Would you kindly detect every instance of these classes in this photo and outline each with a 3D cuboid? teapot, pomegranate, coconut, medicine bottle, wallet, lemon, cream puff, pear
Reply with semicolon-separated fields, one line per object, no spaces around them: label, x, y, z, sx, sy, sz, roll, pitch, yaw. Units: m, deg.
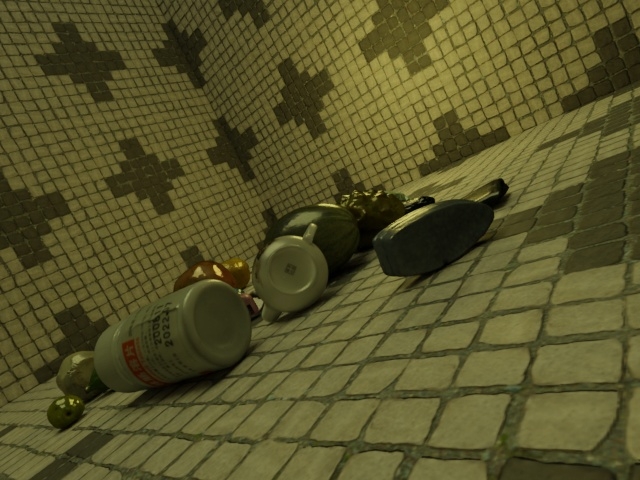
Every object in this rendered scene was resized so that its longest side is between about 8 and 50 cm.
teapot;-0.076;0.081;1.136;0.298;0.204;0.139;-59;-2;-16
pomegranate;-0.462;0.209;1.660;0.252;0.229;0.270;-27;12;16
coconut;-0.794;0.451;1.405;0.162;0.161;0.161;-25;6;42
medicine bottle;-0.367;0.245;1.031;0.371;0.211;0.211;-24;7;29
wallet;0.427;-0.098;1.239;0.245;0.052;0.168;-29;4;34
lemon;-0.445;0.179;2.107;0.207;0.170;0.170;-24;3;-34
cream puff;0.169;-0.056;1.502;0.282;0.185;0.282;-2;-26;-1
pear;-0.723;0.481;1.185;0.097;0.092;0.092;-22;8;38

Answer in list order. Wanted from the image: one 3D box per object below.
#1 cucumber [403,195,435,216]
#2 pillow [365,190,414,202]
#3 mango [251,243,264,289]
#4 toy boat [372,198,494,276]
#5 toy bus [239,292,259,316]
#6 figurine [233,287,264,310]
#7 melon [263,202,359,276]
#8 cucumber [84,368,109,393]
cucumber;0.306;-0.104;1.656;0.303;0.072;0.081;-24;-12;30
pillow;0.230;-0.141;1.868;0.283;0.138;0.310;-6;-5;-23
mango;-0.115;0.057;1.602;0.384;0.199;0.221;-43;-16;6
toy boat;0.254;-0.015;0.909;0.283;0.127;0.078;-24;5;-14
toy bus;-0.297;0.241;1.317;0.203;0.090;0.063;-29;7;-6
figurine;-0.238;0.187;1.462;0.260;0.103;0.205;-19;5;-20
melon;-0.030;0.009;1.359;0.329;0.248;0.248;-26;6;18
cucumber;-0.639;0.403;1.349;0.244;0.134;0.134;-35;9;-24
